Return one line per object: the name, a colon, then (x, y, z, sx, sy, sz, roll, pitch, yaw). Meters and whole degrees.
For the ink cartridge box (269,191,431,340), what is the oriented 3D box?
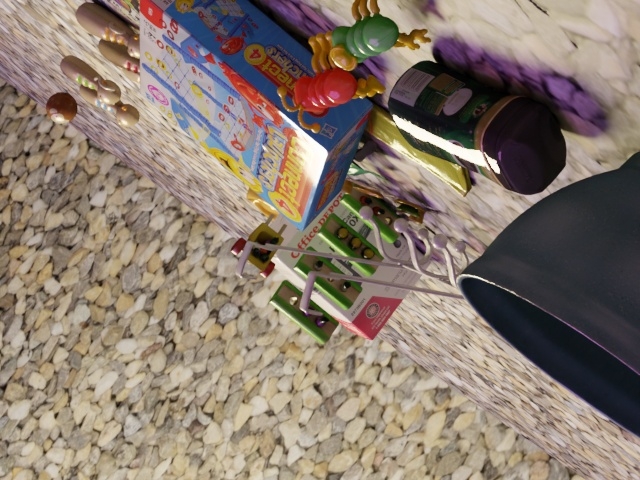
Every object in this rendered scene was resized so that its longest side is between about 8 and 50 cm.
ink cartridge box: (0.038, 0.025, 2.423, 0.237, 0.172, 0.100, 41, 171, -24)

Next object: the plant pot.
plant pot: (0.297, 0.046, 1.304, 0.293, 0.196, 0.293, 37, 172, 6)

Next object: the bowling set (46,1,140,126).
bowling set: (-0.357, -0.256, 2.505, 0.154, 0.200, 0.287, 33, 175, 22)

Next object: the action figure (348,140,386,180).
action figure: (-0.002, -0.136, 2.069, 0.137, 0.063, 0.232, 38, 169, -22)

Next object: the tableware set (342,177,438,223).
tableware set: (0.087, -0.057, 2.114, 0.154, 0.024, 0.104, 21, 178, -20)

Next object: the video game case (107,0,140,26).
video game case: (-0.194, -0.298, 2.058, 0.232, 0.042, 0.210, 39, 171, -10)

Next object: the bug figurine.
bug figurine: (-0.030, -0.224, 1.416, 0.279, 0.072, 0.216, 44, 151, -20)

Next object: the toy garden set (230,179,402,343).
toy garden set: (0.000, 0.000, 2.222, 0.204, 0.244, 0.049, 39, 159, -12)

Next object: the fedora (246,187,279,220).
fedora: (-0.081, -0.086, 2.656, 0.194, 0.079, 0.194, 37, 173, 6)

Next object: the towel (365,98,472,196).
towel: (0.087, -0.137, 1.829, 0.237, 0.021, 0.102, 34, 172, 20)

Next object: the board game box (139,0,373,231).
board game box: (-0.093, -0.182, 1.864, 0.302, 0.086, 0.308, 41, 162, 7)

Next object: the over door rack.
over door rack: (0.075, 0.022, 2.087, 0.324, 0.108, 0.239, -3, -168, -26)

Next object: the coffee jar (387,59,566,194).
coffee jar: (0.157, -0.112, 1.443, 0.184, 0.079, 0.096, 30, 163, 47)
